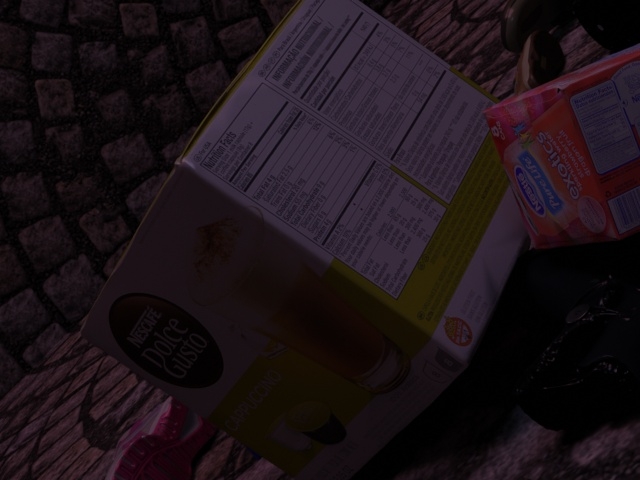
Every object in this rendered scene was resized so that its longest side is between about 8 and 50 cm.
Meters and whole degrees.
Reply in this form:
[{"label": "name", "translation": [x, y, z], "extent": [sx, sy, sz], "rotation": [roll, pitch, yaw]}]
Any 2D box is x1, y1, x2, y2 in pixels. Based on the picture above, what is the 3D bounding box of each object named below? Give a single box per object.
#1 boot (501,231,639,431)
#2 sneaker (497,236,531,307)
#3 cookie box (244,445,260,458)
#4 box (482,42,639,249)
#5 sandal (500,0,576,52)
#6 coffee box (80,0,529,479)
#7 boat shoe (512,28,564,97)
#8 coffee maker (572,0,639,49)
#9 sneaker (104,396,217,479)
[{"label": "boot", "translation": [0.227, 0.087, 1.344], "extent": [0.246, 0.094, 0.207], "rotation": [-16, 24, 48]}, {"label": "sneaker", "translation": [0.209, 0.042, 1.649], "extent": [0.135, 0.052, 0.058], "rotation": [-56, 24, -18]}, {"label": "cookie box", "translation": [-0.075, 0.204, 1.815], "extent": [0.107, 0.092, 0.040], "rotation": [-43, 11, -9]}, {"label": "box", "translation": [0.329, -0.117, 1.386], "extent": [0.300, 0.154, 0.142], "rotation": [-25, 7, -24]}, {"label": "sandal", "translation": [0.412, -0.414, 2.407], "extent": [0.086, 0.120, 0.303], "rotation": [17, 57, 41]}, {"label": "coffee box", "translation": [0.000, 0.000, 1.535], "extent": [0.338, 0.334, 0.338], "rotation": [-52, 5, 49]}, {"label": "boat shoe", "translation": [0.325, -0.261, 2.226], "extent": [0.072, 0.068, 0.190], "rotation": [-46, 9, 35]}, {"label": "coffee maker", "translation": [0.480, -0.372, 2.080], "extent": [0.171, 0.120, 0.178], "rotation": [11, 51, 43]}, {"label": "sneaker", "translation": [-0.230, 0.304, 1.943], "extent": [0.111, 0.103, 0.252], "rotation": [-38, 7, 31]}]
